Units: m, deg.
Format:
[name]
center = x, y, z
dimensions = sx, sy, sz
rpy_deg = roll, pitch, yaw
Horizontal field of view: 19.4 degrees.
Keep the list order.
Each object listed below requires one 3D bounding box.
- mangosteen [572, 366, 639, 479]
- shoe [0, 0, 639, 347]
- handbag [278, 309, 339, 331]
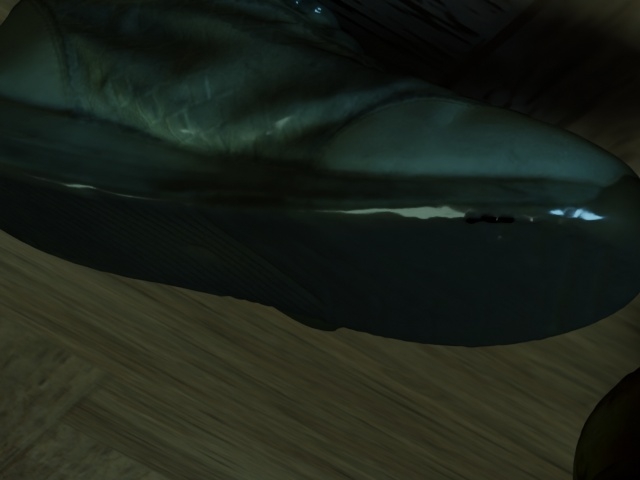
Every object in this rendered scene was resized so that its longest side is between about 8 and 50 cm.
[mangosteen]
center = 0.184, 0.154, 0.682
dimensions = 0.275, 0.275, 0.302
rpy_deg = -1, 116, 48
[shoe]
center = -0.013, -0.036, 0.631
dimensions = 0.275, 0.098, 0.103
rpy_deg = 12, 162, 24
[handbag]
center = 0.000, 0.000, 0.756
dimensions = 0.072, 0.047, 0.111
rpy_deg = 25, 159, 16
